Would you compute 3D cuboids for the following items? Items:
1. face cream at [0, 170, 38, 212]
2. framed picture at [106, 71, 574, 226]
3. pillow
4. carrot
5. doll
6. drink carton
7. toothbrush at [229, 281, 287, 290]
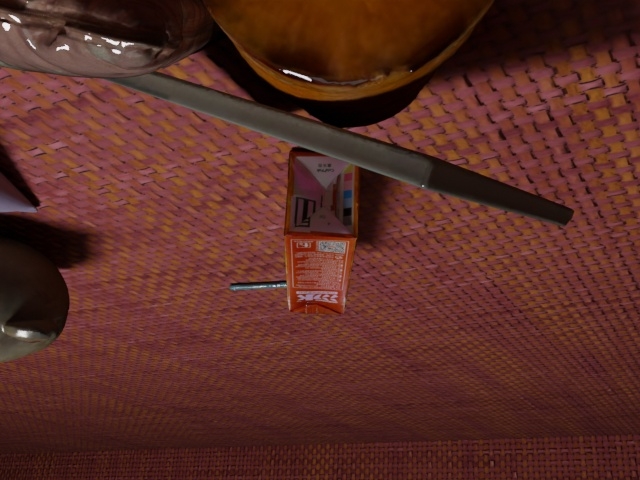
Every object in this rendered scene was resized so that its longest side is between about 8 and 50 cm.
[{"bbox_3d":[-0.381,-0.064,0.755,0.154,0.096,0.274,3,170,-8],"label":"face cream"},{"bbox_3d":[0.001,-0.069,0.524,0.289,0.016,0.213,23,-171,35],"label":"framed picture"},{"bbox_3d":[-0.167,-0.142,0.435,0.236,0.084,0.223,11,-164,-1],"label":"pillow"},{"bbox_3d":[0.025,-0.135,0.464,0.159,0.159,0.225,1,171,6],"label":"carrot"},{"bbox_3d":[-0.471,0.051,0.934,0.330,0.174,0.235,15,-172,-20],"label":"doll"},{"bbox_3d":[0.000,0.000,0.824,0.071,0.096,0.223,3,157,-1],"label":"drink carton"},{"bbox_3d":[-0.050,0.064,1.087,0.167,0.014,0.011,-3,165,15],"label":"toothbrush"}]
